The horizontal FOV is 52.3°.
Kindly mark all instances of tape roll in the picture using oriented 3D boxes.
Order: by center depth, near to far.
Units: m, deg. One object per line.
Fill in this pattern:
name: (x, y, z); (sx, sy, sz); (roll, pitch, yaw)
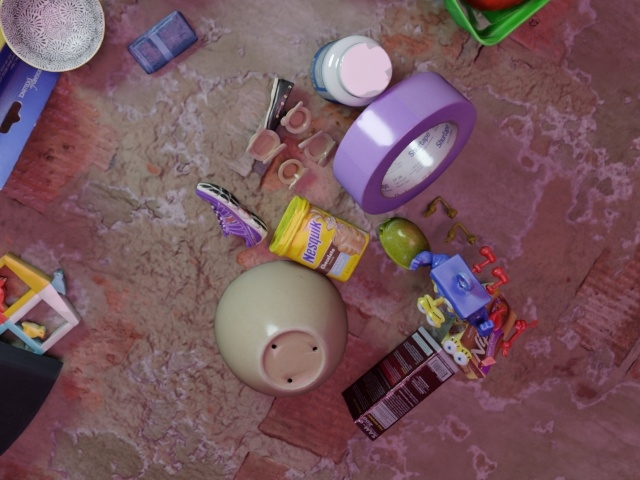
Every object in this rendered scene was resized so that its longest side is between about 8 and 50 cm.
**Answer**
tape roll: (0.158, -0.175, 1.213); (0.275, 0.275, 0.090); (-40, 67, 1)

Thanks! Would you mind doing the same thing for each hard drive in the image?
hard drive: (-0.637, 0.320, 1.266); (0.172, 0.054, 0.254); (32, 102, -37)

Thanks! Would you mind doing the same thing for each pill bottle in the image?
pill bottle: (0.057, -0.307, 1.183); (0.124, 0.221, 0.124); (-3, 105, -10)

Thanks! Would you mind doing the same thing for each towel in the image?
towel: (-0.290, -0.365, 1.203); (0.119, 0.029, 0.067); (-37, 108, 0)

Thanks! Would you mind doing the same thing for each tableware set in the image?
tableware set: (-0.053, -0.183, 1.273); (0.141, 0.020, 0.169); (-44, 130, 4)

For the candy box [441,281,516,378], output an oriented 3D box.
candy box: (0.344, 0.192, 1.403); (0.109, 0.053, 0.186); (53, 53, -17)

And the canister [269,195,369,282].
canister: (0.000, 0.000, 1.329); (0.170, 0.073, 0.126); (25, 98, -17)

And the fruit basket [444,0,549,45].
fruit basket: (0.303, -0.554, 1.095); (0.283, 0.392, 0.392); (-39, 108, 0)

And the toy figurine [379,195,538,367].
toy figurine: (0.267, 0.059, 1.243); (0.191, 0.217, 0.362); (-31, 76, -2)

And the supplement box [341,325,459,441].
supplement box: (0.168, 0.307, 1.408); (0.239, 0.130, 0.073); (-40, 108, 2)

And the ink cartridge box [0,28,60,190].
ink cartridge box: (-0.620, -0.252, 1.051); (0.307, 0.303, 0.072); (14, 143, -12)

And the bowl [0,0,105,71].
bowl: (-0.461, -0.382, 1.140); (0.170, 0.080, 0.170); (-3, 105, -10)

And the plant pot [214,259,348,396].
plant pot: (-0.066, 0.201, 1.305); (0.284, 0.191, 0.284); (-3, 105, -11)

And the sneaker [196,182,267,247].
sneaker: (-0.183, -0.047, 1.287); (0.170, 0.068, 0.071); (42, 99, -18)

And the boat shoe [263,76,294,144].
boat shoe: (-0.084, -0.247, 1.262); (0.042, 0.049, 0.133); (15, 96, -6)

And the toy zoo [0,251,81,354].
toy zoo: (-0.614, 0.156, 1.272); (0.293, 0.030, 0.192); (-41, 107, 2)
